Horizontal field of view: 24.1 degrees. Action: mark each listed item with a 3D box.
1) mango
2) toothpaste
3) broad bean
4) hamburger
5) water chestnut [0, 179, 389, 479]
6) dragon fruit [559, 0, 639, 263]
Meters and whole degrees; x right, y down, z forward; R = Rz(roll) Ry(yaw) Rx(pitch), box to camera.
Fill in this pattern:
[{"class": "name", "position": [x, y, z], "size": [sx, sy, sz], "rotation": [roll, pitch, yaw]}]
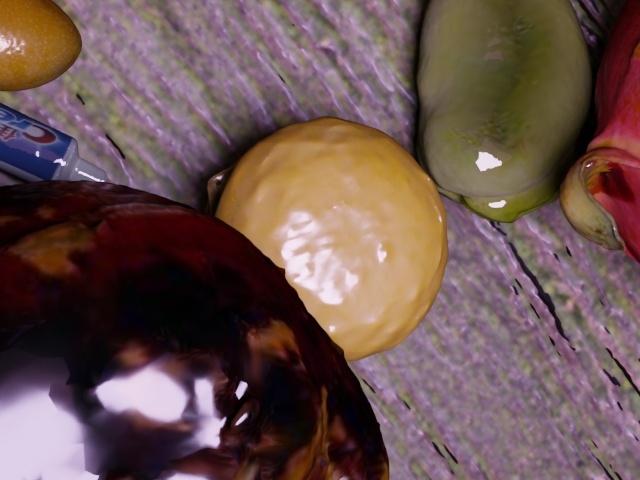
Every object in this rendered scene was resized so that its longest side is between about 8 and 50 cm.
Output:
[{"class": "mango", "position": [-0.231, -0.157, 0.909], "size": [0.184, 0.085, 0.102], "rotation": [44, 73, -21]}, {"class": "toothpaste", "position": [-0.225, -0.076, 0.933], "size": [0.197, 0.035, 0.057], "rotation": [24, 66, -13]}, {"class": "broad bean", "position": [0.123, -0.100, 1.007], "size": [0.124, 0.082, 0.174], "rotation": [14, 86, -13]}, {"class": "hamburger", "position": [0.000, 0.000, 0.951], "size": [0.162, 0.115, 0.162], "rotation": [1, 88, -19]}, {"class": "water chestnut", "position": [-0.109, 0.140, 0.790], "size": [0.335, 0.347, 0.335], "rotation": [-9, 106, -34]}, {"class": "dragon fruit", "position": [0.297, -0.037, 0.954], "size": [0.290, 0.290, 0.189], "rotation": [27, 76, -14]}]
